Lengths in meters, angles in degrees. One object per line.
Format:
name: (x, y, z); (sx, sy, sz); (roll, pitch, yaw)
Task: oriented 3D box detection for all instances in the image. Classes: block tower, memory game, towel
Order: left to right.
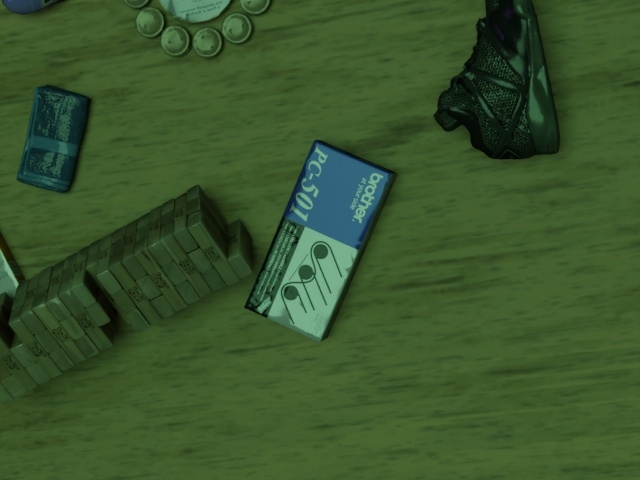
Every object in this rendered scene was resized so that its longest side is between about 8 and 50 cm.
towel: (-0.313, -0.119, 1.684); (0.067, 0.029, 0.119); (15, 95, 10)
block tower: (-0.243, 0.058, 1.629); (0.335, 0.091, 0.097); (-27, 118, 11)
memory game: (-0.141, -0.299, 1.648); (0.186, 0.012, 0.186); (0, 92, 12)

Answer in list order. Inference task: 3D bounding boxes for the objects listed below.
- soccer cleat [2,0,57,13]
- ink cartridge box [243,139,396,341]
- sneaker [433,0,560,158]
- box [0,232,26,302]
soccer cleat: (-0.279, -0.352, 1.633); (0.248, 0.095, 0.083); (-37, 85, 11)
ink cartridge box: (0.000, 0.000, 1.612); (0.097, 0.046, 0.207); (24, 97, 9)
sneaker: (0.177, -0.195, 1.545); (0.130, 0.087, 0.227); (-10, 96, 6)
box: (-0.404, 0.037, 1.712); (0.081, 0.028, 0.136); (-29, 84, 12)
